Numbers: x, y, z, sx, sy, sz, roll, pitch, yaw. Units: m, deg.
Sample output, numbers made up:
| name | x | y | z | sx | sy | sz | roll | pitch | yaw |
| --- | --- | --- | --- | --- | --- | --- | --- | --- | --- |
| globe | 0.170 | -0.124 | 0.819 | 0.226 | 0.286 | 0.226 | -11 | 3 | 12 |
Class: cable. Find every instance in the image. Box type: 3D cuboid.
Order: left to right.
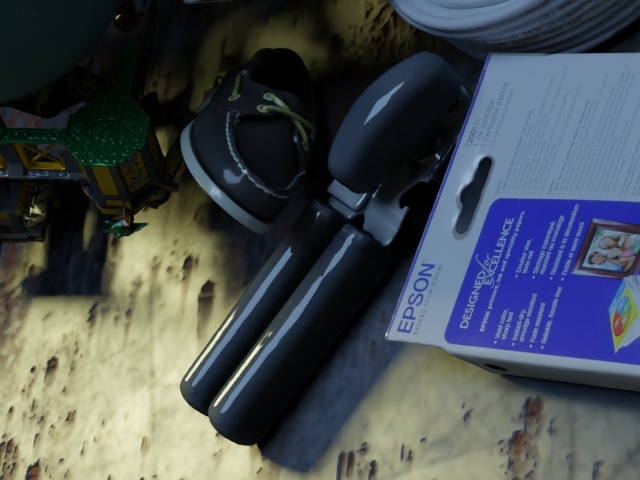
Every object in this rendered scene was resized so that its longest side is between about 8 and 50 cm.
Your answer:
| name | x | y | z | sx | sy | sz | roll | pitch | yaw |
| --- | --- | --- | --- | --- | --- | --- | --- | --- | --- |
| cable | 0.148 | -0.235 | 1.221 | 0.257 | 0.089 | 0.257 | -50 | 42 | 6 |

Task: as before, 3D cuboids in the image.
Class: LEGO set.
| name | x | y | z | sx | sy | sz | roll | pitch | yaw |
| --- | --- | --- | --- | --- | --- | --- | --- | --- | --- |
| LEGO set | -0.196 | -0.120 | 1.437 | 0.255 | 0.192 | 0.331 | -6 | 58 | 6 |

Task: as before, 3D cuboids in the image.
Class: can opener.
| name | x | y | z | sx | sy | sz | roll | pitch | yaw |
| --- | --- | --- | --- | --- | --- | --- | --- | --- | --- |
| can opener | 0.000 | 0.000 | 1.204 | 0.280 | 0.093 | 0.074 | -57 | 42 | 4 |

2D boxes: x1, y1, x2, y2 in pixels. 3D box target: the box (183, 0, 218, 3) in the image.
| name | x | y | z | sx | sy | sz | roll | pitch | yaw |
| --- | --- | --- | --- | --- | --- | --- | --- | --- | --- |
| box | -0.049 | -0.317 | 1.252 | 0.127 | 0.231 | 0.262 | -10 | 28 | 6 |

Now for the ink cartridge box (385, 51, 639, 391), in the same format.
| name | x | y | z | sx | sy | sz | roll | pitch | yaw |
| --- | --- | --- | --- | --- | --- | --- | --- | --- | --- |
| ink cartridge box | 0.157 | -0.016 | 1.095 | 0.208 | 0.045 | 0.206 | 6 | 68 | 44 |

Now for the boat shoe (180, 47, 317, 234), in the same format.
| name | x | y | z | sx | sy | sz | roll | pitch | yaw |
| --- | --- | --- | --- | --- | --- | --- | --- | --- | --- |
| boat shoe | -0.040 | -0.075 | 1.243 | 0.069 | 0.081 | 0.228 | -43 | 17 | 14 |

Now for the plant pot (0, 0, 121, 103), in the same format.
| name | x | y | z | sx | sy | sz | roll | pitch | yaw |
| --- | --- | --- | --- | --- | --- | --- | --- | --- | --- |
| plant pot | -0.254 | -0.230 | 1.260 | 0.293 | 0.235 | 0.293 | -4 | 58 | 7 |
